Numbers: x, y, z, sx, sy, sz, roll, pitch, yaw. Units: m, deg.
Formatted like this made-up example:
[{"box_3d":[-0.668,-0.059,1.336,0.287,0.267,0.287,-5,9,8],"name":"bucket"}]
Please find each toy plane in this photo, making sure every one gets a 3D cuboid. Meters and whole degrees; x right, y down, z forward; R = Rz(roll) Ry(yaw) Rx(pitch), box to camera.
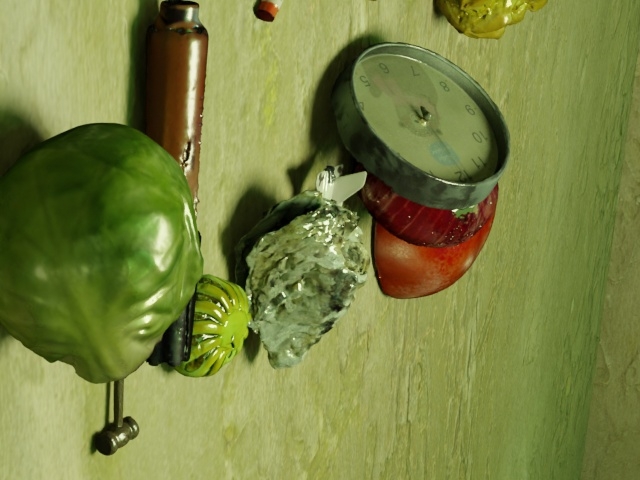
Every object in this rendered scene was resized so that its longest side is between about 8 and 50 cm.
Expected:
[{"box_3d":[-0.012,-0.012,1.870,0.160,0.082,0.234,-29,146,-64],"name":"toy plane"}]

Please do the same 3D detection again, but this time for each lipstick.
[{"box_3d":[-0.168,-0.058,1.481,0.077,0.077,0.418,-29,129,-59],"name":"lipstick"}]

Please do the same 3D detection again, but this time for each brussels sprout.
[{"box_3d":[-0.217,0.009,1.263,0.244,0.244,0.244,-44,142,-51],"name":"brussels sprout"}]

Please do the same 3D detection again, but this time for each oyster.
[{"box_3d":[-0.019,0.051,1.774,0.198,0.112,0.267,-28,140,-10],"name":"oyster"}]

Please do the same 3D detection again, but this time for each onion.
[{"box_3d":[0.151,-0.097,2.043,0.252,0.219,0.252,19,56,-32],"name":"onion"}]

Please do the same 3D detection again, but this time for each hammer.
[{"box_3d":[-0.229,0.105,1.505,0.058,0.029,0.292,-34,132,-60],"name":"hammer"}]

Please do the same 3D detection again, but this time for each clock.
[{"box_3d":[0.148,-0.168,1.900,0.055,0.281,0.280,-51,178,43],"name":"clock"}]

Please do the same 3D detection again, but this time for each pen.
[{"box_3d":[-0.025,-0.379,1.678,0.239,0.028,0.028,-66,155,-19],"name":"pen"}]

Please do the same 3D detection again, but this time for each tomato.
[{"box_3d":[0.214,-0.052,2.267,0.338,0.144,0.338,12,90,-67],"name":"tomato"}]

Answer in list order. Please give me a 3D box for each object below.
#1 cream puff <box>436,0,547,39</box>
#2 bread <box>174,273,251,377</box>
[{"box_3d":[0.274,-0.417,2.160,0.221,0.195,0.194,46,61,-58],"name":"cream puff"},{"box_3d":[-0.135,0.108,1.659,0.139,0.071,0.130,7,92,-67],"name":"bread"}]
